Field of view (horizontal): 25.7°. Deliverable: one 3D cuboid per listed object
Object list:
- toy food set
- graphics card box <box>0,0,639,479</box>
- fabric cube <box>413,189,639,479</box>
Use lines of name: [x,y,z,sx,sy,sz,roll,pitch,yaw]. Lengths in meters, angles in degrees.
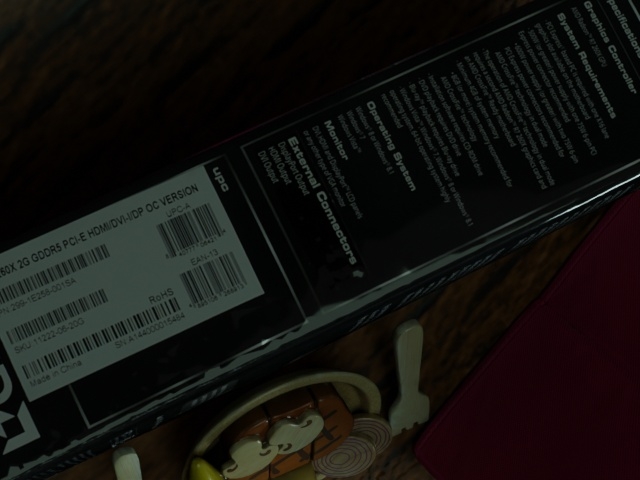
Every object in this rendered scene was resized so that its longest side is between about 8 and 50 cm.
toy food set: [-0.017,0.122,0.783,0.192,0.038,0.132,-24,145,-13]
graphics card box: [0.000,0.000,0.652,0.371,0.233,0.094,-27,86,-11]
fabric cube: [0.262,0.146,0.810,0.254,0.258,0.259,37,94,-32]
